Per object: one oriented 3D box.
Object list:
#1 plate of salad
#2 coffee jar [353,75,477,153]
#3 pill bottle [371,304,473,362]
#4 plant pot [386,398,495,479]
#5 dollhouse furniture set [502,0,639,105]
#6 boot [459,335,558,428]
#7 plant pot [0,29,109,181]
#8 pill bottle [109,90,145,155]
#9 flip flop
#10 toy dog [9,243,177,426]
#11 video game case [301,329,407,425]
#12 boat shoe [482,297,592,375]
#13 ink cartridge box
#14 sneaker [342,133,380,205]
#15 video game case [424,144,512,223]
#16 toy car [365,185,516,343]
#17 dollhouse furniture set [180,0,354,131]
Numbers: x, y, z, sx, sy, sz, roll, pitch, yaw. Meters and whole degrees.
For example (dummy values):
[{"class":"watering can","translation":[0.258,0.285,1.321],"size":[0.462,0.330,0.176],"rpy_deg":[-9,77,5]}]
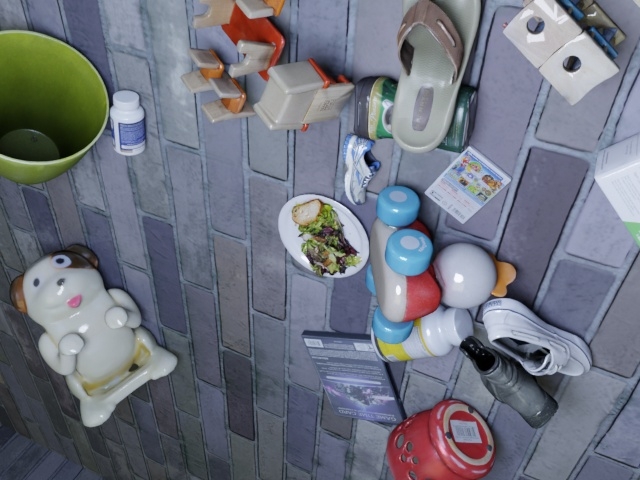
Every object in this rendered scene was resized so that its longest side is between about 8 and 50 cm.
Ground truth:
[{"class":"plate of salad","translation":[0.000,0.000,1.151],"size":[0.200,0.048,0.200],"rpy_deg":[15,130,19]},{"class":"coffee jar","translation":[0.140,-0.196,0.892],"size":[0.184,0.079,0.096],"rpy_deg":[13,125,20]},{"class":"pill bottle","translation":[0.198,0.178,1.137],"size":[0.184,0.103,0.103],"rpy_deg":[-18,114,38]},{"class":"plant pot","translation":[0.266,0.453,1.255],"size":[0.191,0.191,0.174],"rpy_deg":[39,132,-2]},{"class":"dollhouse furniture set","translation":[0.334,-0.284,0.674],"size":[0.129,0.129,0.184],"rpy_deg":[43,135,-6]},{"class":"boot","translation":[0.313,0.225,1.047],"size":[0.161,0.246,0.083],"rpy_deg":[44,90,-6]},{"class":"plant pot","translation":[-0.604,-0.231,1.203],"size":[0.275,0.275,0.293],"rpy_deg":[46,149,-9]},{"class":"pill bottle","translation":[-0.390,-0.238,1.178],"size":[0.067,0.067,0.120],"rpy_deg":[24,133,12]},{"class":"flip flop","translation":[0.145,-0.258,0.790],"size":[0.112,0.080,0.277],"rpy_deg":[14,101,24]},{"class":"toy dog","translation":[-0.622,0.208,1.564],"size":[0.395,0.284,0.408],"rpy_deg":[36,152,57]},{"class":"video game case","translation":[0.082,0.326,1.377],"size":[0.196,0.026,0.274],"rpy_deg":[-1,124,31]},{"class":"boat shoe","translation":[0.377,0.193,1.013],"size":[0.258,0.084,0.095],"rpy_deg":[28,140,-20]},{"class":"ink cartridge box","translation":[0.504,-0.085,0.757],"size":[0.219,0.092,0.160],"rpy_deg":[-26,109,41]},{"class":"sneaker","translation":[0.073,-0.118,1.014],"size":[0.058,0.052,0.135],"rpy_deg":[8,128,20]},{"class":"video game case","translation":[0.242,-0.091,0.964],"size":[0.087,0.011,0.122],"rpy_deg":[39,135,-1]},{"class":"toy car","translation":[0.211,0.044,1.003],"size":[0.238,0.210,0.219],"rpy_deg":[0,134,-5]},{"class":"dollhouse furniture set","translation":[-0.081,-0.291,0.908],"size":[0.259,0.135,0.262],"rpy_deg":[54,138,20]}]
